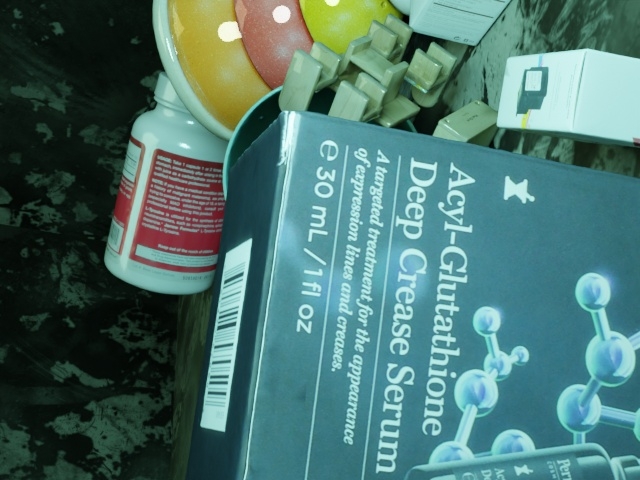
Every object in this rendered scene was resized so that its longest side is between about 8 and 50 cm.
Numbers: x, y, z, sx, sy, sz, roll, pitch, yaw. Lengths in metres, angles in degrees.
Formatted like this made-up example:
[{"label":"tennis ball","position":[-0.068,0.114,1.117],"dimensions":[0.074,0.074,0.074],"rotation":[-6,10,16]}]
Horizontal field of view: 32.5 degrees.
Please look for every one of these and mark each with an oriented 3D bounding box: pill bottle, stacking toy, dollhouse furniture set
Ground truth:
[{"label":"pill bottle","position":[-0.279,-0.116,2.177],"dimensions":[0.229,0.229,0.407],"rotation":[-121,44,-70]},{"label":"stacking toy","position":[0.011,-0.367,1.725],"dimensions":[0.480,0.350,0.350],"rotation":[-14,60,31]},{"label":"dollhouse furniture set","position":[0.090,-0.151,1.437],"dimensions":[0.212,0.242,0.161],"rotation":[-32,-27,-45]}]

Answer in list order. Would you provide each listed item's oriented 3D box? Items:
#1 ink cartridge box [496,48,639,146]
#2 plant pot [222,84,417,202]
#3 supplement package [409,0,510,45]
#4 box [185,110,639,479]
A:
[{"label":"ink cartridge box","position":[0.255,-0.126,1.005],"dimensions":[0.175,0.127,0.072],"rotation":[-150,68,-76]},{"label":"plant pot","position":[0.012,-0.102,1.673],"dimensions":[0.235,0.293,0.293],"rotation":[-68,-10,-82]},{"label":"supplement package","position":[0.196,-0.356,1.453],"dimensions":[0.179,0.105,0.105],"rotation":[126,151,-61]},{"label":"box","position":[0.120,0.100,0.823],"dimensions":[0.212,0.396,0.293],"rotation":[155,123,-72]}]
